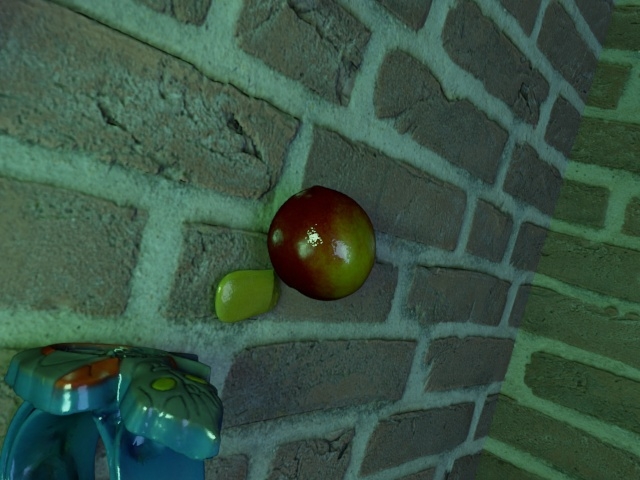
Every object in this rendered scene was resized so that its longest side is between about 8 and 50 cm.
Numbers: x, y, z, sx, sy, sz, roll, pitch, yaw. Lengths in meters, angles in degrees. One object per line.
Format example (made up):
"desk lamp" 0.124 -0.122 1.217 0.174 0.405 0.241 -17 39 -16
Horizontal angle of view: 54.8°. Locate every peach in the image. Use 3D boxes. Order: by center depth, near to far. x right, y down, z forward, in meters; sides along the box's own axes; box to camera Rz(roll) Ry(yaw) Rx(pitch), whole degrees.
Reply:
"peach" 0.000 0.000 1.024 0.197 0.197 0.197 -24 122 -45

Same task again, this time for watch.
"watch" -0.233 0.271 0.735 0.241 0.305 0.274 13 86 -52

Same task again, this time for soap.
"soap" -0.112 0.087 1.035 0.168 0.033 0.089 -11 115 -50
